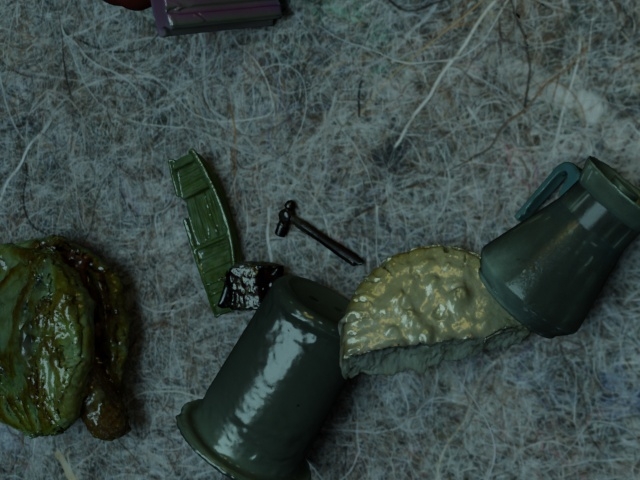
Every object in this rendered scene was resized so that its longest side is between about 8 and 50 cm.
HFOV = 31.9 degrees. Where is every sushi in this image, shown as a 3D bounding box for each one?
[{"bbox_3d":[-0.110,0.075,1.862,0.098,0.094,0.084,3,95,17],"label":"sushi"}]

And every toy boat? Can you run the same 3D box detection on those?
[{"bbox_3d":[-0.190,-0.012,1.935,0.093,0.055,0.293,-22,80,32],"label":"toy boat"}]

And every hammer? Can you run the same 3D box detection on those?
[{"bbox_3d":[0.000,0.000,1.833,0.178,0.021,0.065,32,110,25],"label":"hammer"}]

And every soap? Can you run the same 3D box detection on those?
[{"bbox_3d":[-0.171,-0.402,1.814,0.065,0.203,0.122,162,97,-66],"label":"soap"}]

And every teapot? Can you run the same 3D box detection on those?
[{"bbox_3d":[0.337,-0.002,1.537,0.225,0.171,0.203,-49,37,18],"label":"teapot"}]

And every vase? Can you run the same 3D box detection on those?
[{"bbox_3d":[-0.053,0.221,1.767,0.245,0.245,0.291,39,106,26],"label":"vase"}]

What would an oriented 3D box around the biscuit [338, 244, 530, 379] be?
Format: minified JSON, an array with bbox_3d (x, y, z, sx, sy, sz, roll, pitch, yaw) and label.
[{"bbox_3d":[0.150,0.097,1.640,0.281,0.084,0.179,-15,70,0],"label":"biscuit"}]

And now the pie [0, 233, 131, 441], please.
[{"bbox_3d":[-0.537,0.187,2.108,0.418,0.180,0.395,1,94,41],"label":"pie"}]

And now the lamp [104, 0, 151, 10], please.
[{"bbox_3d":[-0.305,-0.494,1.899,0.227,0.227,0.227,2,94,34],"label":"lamp"}]
